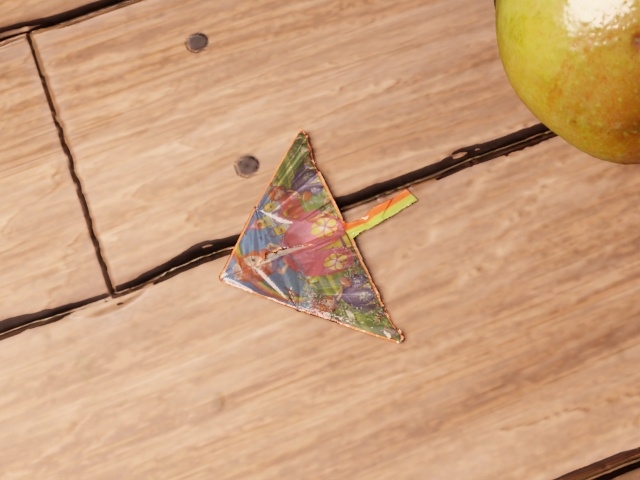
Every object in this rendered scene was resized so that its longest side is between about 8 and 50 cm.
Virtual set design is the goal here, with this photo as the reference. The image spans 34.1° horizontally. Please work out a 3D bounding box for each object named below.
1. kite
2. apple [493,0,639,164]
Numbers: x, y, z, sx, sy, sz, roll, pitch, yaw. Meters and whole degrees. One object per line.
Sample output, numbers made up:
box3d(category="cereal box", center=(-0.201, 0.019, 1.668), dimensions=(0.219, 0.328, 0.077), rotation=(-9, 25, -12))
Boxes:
box3d(category="kite", center=(0.000, 0.000, 0.766), dimensions=(0.159, 0.010, 0.190), rotation=(-20, 67, -8))
box3d(category="apple", center=(0.222, -0.159, 0.731), dimensions=(0.207, 0.188, 0.174), rotation=(28, 65, 12))
